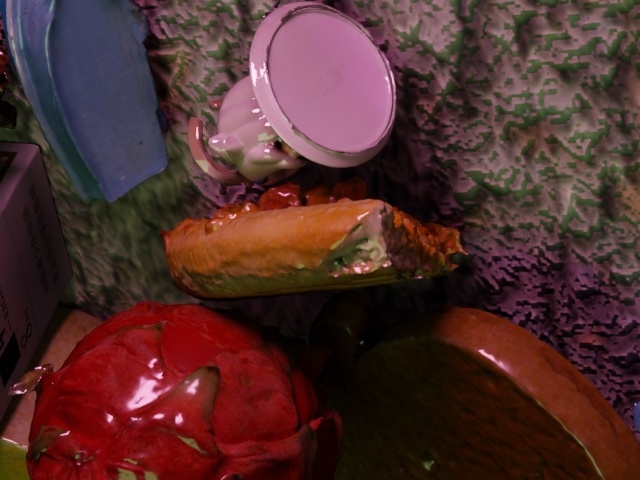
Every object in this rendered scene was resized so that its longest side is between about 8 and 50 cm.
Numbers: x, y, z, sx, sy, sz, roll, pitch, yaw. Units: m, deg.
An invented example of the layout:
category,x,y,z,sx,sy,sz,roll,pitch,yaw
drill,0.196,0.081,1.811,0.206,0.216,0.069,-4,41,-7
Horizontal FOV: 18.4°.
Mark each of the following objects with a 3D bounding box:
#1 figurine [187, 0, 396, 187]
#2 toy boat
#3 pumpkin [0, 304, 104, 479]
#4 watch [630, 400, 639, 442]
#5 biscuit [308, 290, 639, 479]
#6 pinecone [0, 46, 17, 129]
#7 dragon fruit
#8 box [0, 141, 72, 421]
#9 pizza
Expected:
category,x,y,z,sx,sy,sz,roll,pitch,yaw
figurine,-0.035,-0.095,1.475,0.132,0.132,0.153,40,143,-17
toy boat,-0.190,-0.144,1.503,0.098,0.109,0.238,32,148,42
pumpkin,-0.256,0.204,1.792,0.332,0.199,0.332,12,142,10
watch,0.329,0.167,1.545,0.211,0.211,0.193,21,155,2
biscuit,0.124,0.178,1.619,0.350,0.070,0.394,51,151,-3
pinecone,-0.339,-0.113,1.512,0.221,0.221,0.221,11,134,12
dragon fruit,-0.106,0.162,1.545,0.244,0.299,0.244,12,115,28
box,-0.283,0.052,1.609,0.067,0.243,0.155,3,131,16
pizza,0.000,0.000,1.522,0.226,0.086,0.335,-5,176,-24
